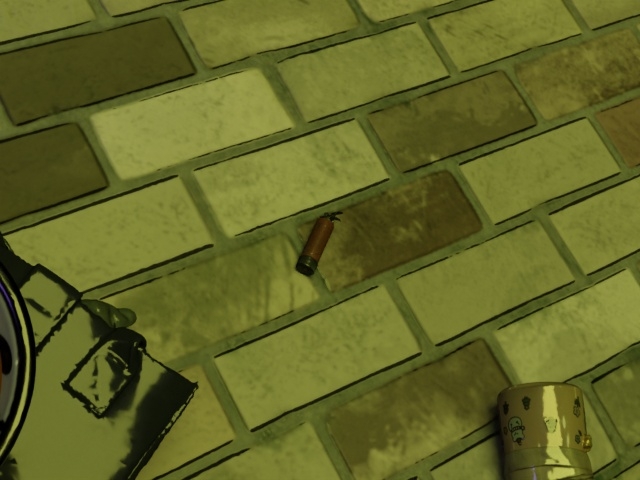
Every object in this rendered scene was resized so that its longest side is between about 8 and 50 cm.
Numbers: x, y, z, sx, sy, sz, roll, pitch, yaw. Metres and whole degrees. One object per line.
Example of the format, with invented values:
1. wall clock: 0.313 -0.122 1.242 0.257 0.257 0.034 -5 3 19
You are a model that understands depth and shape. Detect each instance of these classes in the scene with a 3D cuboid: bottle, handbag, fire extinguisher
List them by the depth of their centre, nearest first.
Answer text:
1. handbag: -0.295 0.117 0.977 0.326 0.118 0.269 37 65 -1
2. bottle: 0.236 0.229 1.137 0.099 0.099 0.152 4 67 -19
3. fire extinguisher: 0.000 0.000 1.198 0.028 0.022 0.083 8 54 25

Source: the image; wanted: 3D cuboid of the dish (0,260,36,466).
1. dish: -0.364 0.106 0.836 0.303 0.120 0.303 5 68 -13
